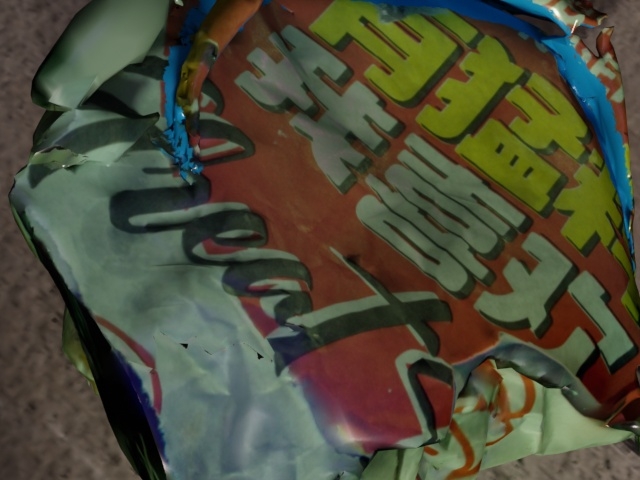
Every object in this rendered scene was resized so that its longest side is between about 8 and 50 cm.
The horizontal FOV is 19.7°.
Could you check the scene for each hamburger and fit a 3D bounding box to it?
[{"bbox_3d":[-0.008,-0.002,0.695,0.276,0.150,0.260,-15,81,-39],"label":"hamburger"}]
